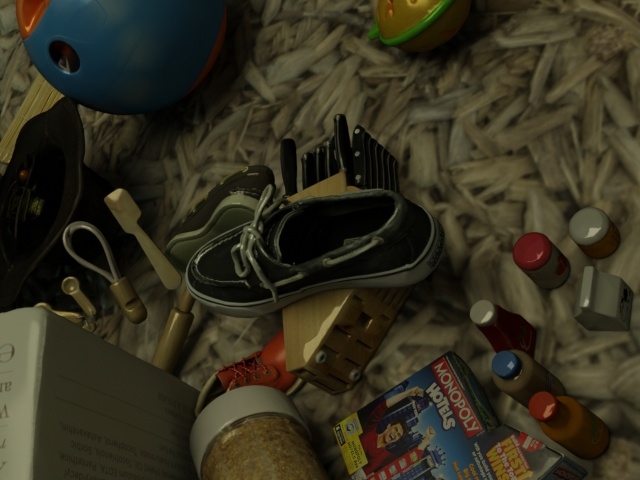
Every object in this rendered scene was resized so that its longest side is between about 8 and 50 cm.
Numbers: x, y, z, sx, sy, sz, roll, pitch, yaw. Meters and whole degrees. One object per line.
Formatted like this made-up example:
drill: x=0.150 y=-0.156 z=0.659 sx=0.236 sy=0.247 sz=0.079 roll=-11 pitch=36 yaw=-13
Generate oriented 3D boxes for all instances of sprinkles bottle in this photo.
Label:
sprinkles bottle: x=-0.019 y=0.281 z=0.853 sx=0.121 sy=0.121 sz=0.355 roll=-46 pitch=36 yaw=7

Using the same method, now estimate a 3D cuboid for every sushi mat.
sushi mat: x=-0.447 y=-0.264 z=1.610 sx=0.151 sy=0.019 sz=0.316 roll=16 pitch=76 yaw=41

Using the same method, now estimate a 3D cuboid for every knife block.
knife block: x=0.000 y=0.000 z=1.064 sx=0.242 sy=0.088 sz=0.275 roll=28 pitch=85 yaw=44

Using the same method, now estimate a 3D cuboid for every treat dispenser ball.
treat dispenser ball: x=-0.274 y=-0.319 z=1.319 sx=0.288 sy=0.288 sz=0.288 roll=-19 pitch=55 yaw=29

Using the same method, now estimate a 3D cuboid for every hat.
hat: x=-0.361 y=-0.037 z=1.327 sx=0.331 sy=0.134 sz=0.331 roll=-30 pitch=49 yaw=42

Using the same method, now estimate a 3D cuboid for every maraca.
maraca: x=0.115 y=-0.281 z=1.133 sx=0.127 sy=0.099 sz=0.186 roll=-46 pitch=21 yaw=-4

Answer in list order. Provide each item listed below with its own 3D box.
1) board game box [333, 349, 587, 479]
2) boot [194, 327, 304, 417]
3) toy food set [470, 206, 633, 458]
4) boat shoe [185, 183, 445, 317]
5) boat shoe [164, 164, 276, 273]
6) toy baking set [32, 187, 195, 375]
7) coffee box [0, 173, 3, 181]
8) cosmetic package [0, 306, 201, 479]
board game box: x=0.129 y=0.209 z=0.862 sx=0.194 sy=0.060 sz=0.194 roll=-35 pitch=49 yaw=16
boot: x=-0.070 y=0.148 z=1.037 sx=0.158 sy=0.084 sz=0.059 roll=-53 pitch=44 yaw=-1
toy food set: x=0.205 y=0.067 z=0.852 sx=0.111 sy=0.104 sz=0.232 roll=-2 pitch=65 yaw=37
boat shoe: x=-0.033 y=0.008 z=0.949 sx=0.306 sy=0.105 sz=0.113 roll=-4 pitch=63 yaw=36
boat shoe: x=-0.119 y=-0.019 z=1.148 sx=0.228 sy=0.081 sz=0.068 roll=-32 pitch=35 yaw=52
toy baking set: x=-0.248 y=0.077 z=1.159 sx=0.197 sy=0.030 sz=0.256 roll=26 pitch=96 yaw=4
coffee box: x=-0.687 y=-0.023 z=1.357 sx=0.338 sy=0.334 sz=0.338 roll=4 pitch=63 yaw=1
cosmetic package: x=-0.321 y=0.316 z=0.904 sx=0.329 sy=0.327 sz=0.393 roll=-11 pitch=64 yaw=16
